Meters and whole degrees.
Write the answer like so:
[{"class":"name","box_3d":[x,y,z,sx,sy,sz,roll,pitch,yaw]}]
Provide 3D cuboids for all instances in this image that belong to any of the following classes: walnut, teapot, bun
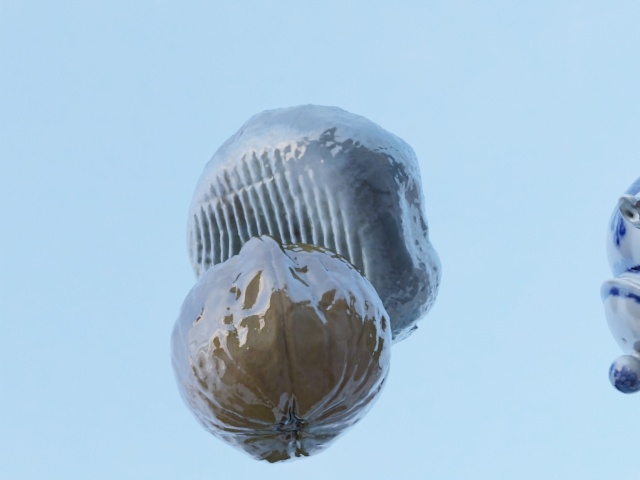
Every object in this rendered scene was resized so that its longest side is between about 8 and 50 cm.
[{"class":"walnut","box_3d":[-0.040,0.103,1.296,0.228,0.228,0.228,-6,-57,-10]},{"class":"teapot","box_3d":[0.390,0.050,1.311,0.280,0.252,0.424,-46,-44,-10]},{"class":"bun","box_3d":[-0.005,-0.001,1.596,0.194,0.354,0.355,-23,-44,-49]}]
